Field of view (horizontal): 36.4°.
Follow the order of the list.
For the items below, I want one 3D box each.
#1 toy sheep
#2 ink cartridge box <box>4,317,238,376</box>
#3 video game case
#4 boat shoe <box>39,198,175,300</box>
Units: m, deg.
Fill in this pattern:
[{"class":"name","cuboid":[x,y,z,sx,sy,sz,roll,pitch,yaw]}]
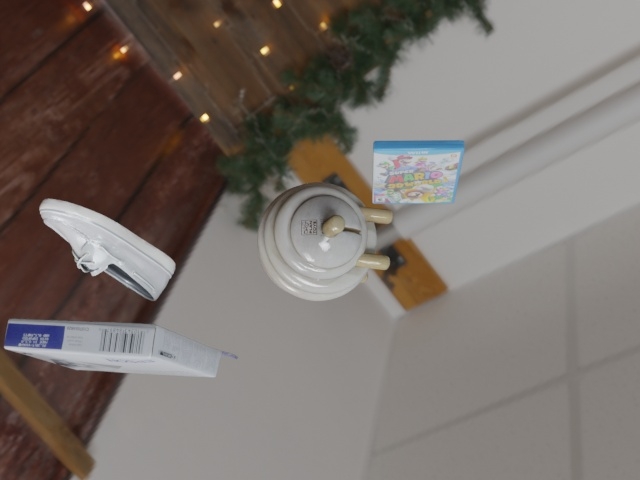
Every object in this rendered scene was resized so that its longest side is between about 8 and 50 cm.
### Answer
[{"class":"toy sheep","cuboid":[0.000,0.000,0.671,0.091,0.091,0.132,-46,178,-20]},{"class":"ink cartridge box","cuboid":[-0.253,0.147,1.267,0.223,0.224,0.045,0,-105,23]},{"class":"video game case","cuboid":[0.131,-0.092,1.336,0.119,0.166,0.015,0,-113,3]},{"class":"boat shoe","cuboid":[-0.265,0.014,1.182,0.066,0.184,0.063,-7,-125,49]}]
